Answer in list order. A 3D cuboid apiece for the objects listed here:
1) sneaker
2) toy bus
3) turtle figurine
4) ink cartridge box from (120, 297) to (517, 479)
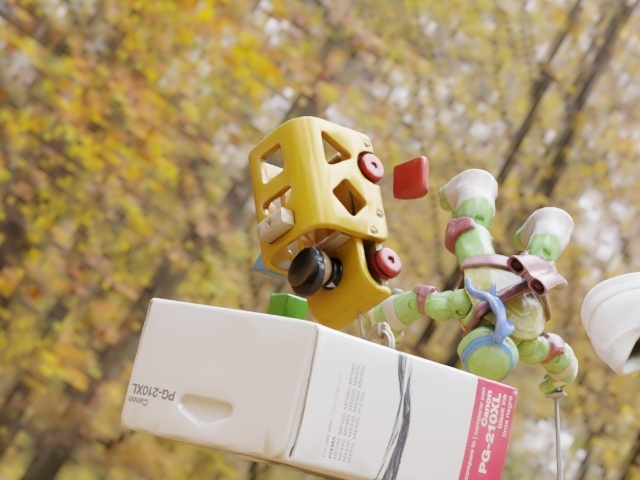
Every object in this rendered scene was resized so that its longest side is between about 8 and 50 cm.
[{"bbox_3d":[0.310,0.051,1.495,0.094,0.212,0.080,-105,171,-56],"label":"sneaker"},{"bbox_3d":[-0.005,-0.008,1.729,0.104,0.191,0.202,17,5,-37],"label":"toy bus"},{"bbox_3d":[0.149,0.081,1.904,0.198,0.266,0.274,2,-50,14],"label":"turtle figurine"},{"bbox_3d":[0.001,0.121,1.428,0.172,0.100,0.237,6,-10,42],"label":"ink cartridge box"}]
